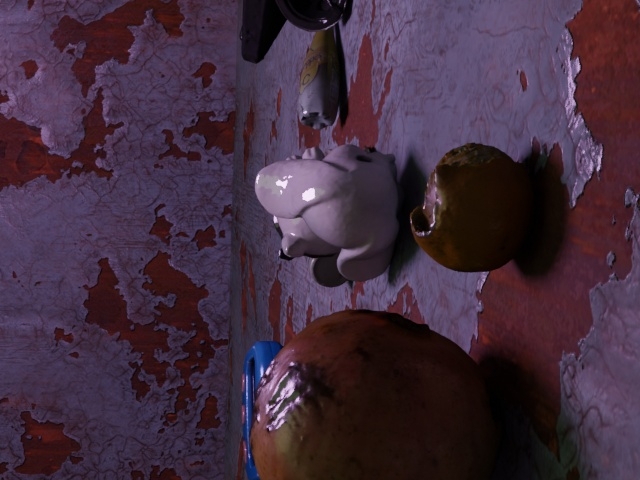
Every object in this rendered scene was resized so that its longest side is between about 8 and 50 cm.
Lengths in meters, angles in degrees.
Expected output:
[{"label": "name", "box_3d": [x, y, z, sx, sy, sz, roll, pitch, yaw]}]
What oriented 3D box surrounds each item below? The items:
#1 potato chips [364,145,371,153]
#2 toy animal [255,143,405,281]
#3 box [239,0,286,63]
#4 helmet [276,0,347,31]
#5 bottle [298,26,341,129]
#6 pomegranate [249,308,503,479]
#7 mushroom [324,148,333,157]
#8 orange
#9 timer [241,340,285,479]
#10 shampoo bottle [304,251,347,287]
[{"label": "potato chips", "box_3d": [0.076, -0.102, 1.908, 0.209, 0.026, 0.142, 149, 123, -76]}, {"label": "toy animal", "box_3d": [0.014, -0.056, 1.710, 0.174, 0.249, 0.289, -59, -10, -22]}, {"label": "box", "box_3d": [-0.081, -0.595, 2.220, 0.359, 0.091, 0.350, 101, -170, -49]}, {"label": "helmet", "box_3d": [-0.009, -0.511, 2.073, 0.177, 0.153, 0.107, 105, -173, -58]}, {"label": "bottle", "box_3d": [0.002, -0.356, 2.139, 0.083, 0.083, 0.269, 116, 160, -63]}, {"label": "pomegranate", "box_3d": [0.066, 0.225, 1.279, 0.322, 0.322, 0.322, -179, 90, -78]}, {"label": "mushroom", "box_3d": [0.031, -0.141, 2.078, 0.202, 0.054, 0.059, -117, 35, -76]}, {"label": "orange", "box_3d": [0.170, -0.037, 1.207, 0.156, 0.134, 0.156, 19, 111, 62]}, {"label": "timer", "box_3d": [-0.127, 0.427, 2.606, 0.309, 0.115, 0.340, 124, 145, -70]}, {"label": "shampoo bottle", "box_3d": [0.000, 0.000, 2.111, 0.262, 0.085, 0.085, -113, 26, -63]}]
